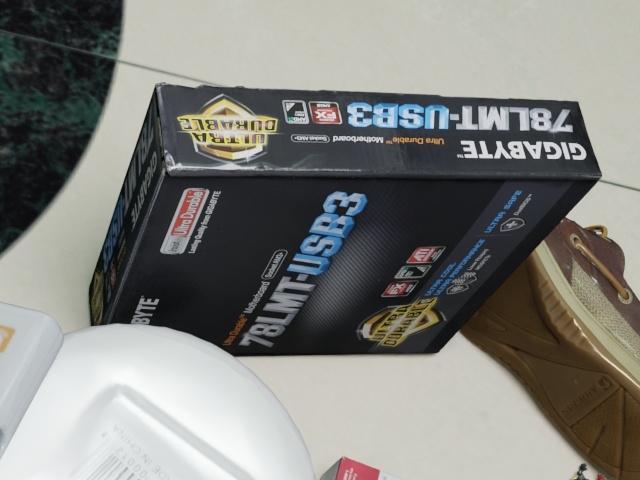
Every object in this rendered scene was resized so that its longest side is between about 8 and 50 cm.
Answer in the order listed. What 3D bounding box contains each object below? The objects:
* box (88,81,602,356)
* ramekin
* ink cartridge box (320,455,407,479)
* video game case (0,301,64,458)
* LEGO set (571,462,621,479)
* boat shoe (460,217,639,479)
[{"bbox_3d":[0.000,0.000,0.845,0.293,0.295,0.073,0,62,-21],"label":"box"},{"bbox_3d":[-0.134,0.191,0.793,0.277,0.135,0.277,9,61,-16],"label":"ramekin"},{"bbox_3d":[0.059,0.234,0.885,0.135,0.056,0.099,21,58,-8],"label":"ink cartridge box"},{"bbox_3d":[-0.364,0.139,0.711,0.329,0.036,0.300,11,56,18],"label":"video game case"},{"bbox_3d":[0.244,0.221,0.983,0.054,0.023,0.083,-29,63,-32],"label":"LEGO set"},{"bbox_3d":[0.203,0.043,1.010,0.342,0.123,0.123,49,45,9],"label":"boat shoe"}]
